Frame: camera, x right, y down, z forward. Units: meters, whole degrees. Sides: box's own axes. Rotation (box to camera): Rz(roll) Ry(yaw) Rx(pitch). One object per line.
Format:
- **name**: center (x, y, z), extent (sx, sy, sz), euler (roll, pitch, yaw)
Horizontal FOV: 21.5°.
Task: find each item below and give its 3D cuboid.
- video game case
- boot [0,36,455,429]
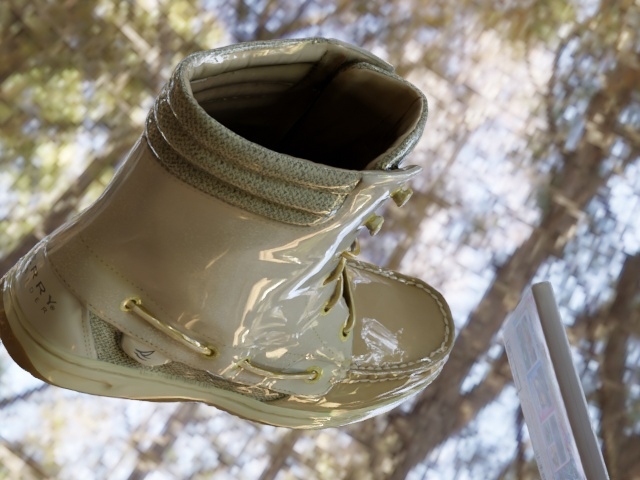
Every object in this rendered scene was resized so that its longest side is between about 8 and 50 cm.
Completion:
- **video game case**: center (0.170, 0.122, 1.227), extent (0.019, 0.157, 0.143), euler (-12, -16, -7)
- **boot**: center (0.000, 0.000, 0.662), extent (0.213, 0.077, 0.165), euler (8, -40, -35)
